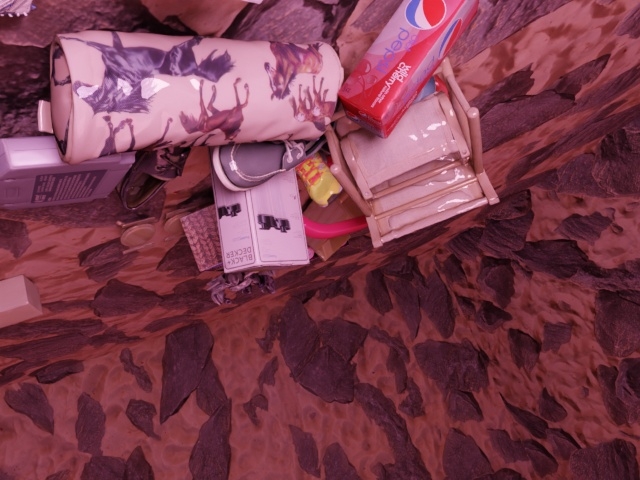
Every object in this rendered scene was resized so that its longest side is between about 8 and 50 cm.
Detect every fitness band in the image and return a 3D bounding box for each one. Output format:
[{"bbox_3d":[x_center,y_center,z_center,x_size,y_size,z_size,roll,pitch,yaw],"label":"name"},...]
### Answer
[{"bbox_3d":[0.029,-0.112,1.259,0.291,0.209,0.054,-16,167,-31],"label":"fitness band"}]

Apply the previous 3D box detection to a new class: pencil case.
[{"bbox_3d":[-0.175,-0.206,0.708,0.410,0.159,0.183,-13,177,-32],"label":"pencil case"}]

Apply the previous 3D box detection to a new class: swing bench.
[{"bbox_3d":[0.165,-0.148,0.914,0.253,0.165,0.254,-21,141,13],"label":"swing bench"}]

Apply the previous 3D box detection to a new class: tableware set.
[{"bbox_3d":[-0.412,-0.039,1.242,0.194,0.039,0.128,-20,155,-31],"label":"tableware set"}]

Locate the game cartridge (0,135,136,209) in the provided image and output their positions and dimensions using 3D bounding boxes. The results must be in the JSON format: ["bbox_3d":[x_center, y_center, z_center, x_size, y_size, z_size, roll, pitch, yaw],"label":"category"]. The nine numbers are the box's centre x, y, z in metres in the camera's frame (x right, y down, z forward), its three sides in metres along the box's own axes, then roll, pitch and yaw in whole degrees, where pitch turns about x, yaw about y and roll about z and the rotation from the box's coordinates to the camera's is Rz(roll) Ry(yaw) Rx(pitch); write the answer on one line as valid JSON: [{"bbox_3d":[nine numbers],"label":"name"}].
[{"bbox_3d":[-0.429,-0.107,0.796,0.196,0.060,0.294,-17,-179,-34],"label":"game cartridge"}]

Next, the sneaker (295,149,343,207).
[{"bbox_3d":[-0.022,-0.148,1.044,0.081,0.208,0.094,-45,131,14],"label":"sneaker"}]

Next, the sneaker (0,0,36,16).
[{"bbox_3d":[-0.336,-0.256,0.518,0.135,0.052,0.058,-24,170,11],"label":"sneaker"}]

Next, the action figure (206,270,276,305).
[{"bbox_3d":[-0.209,0.115,1.384,0.185,0.099,0.285,-17,173,5],"label":"action figure"}]

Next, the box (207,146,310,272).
[{"bbox_3d":[-0.121,-0.085,0.955,0.087,0.289,0.169,-14,173,31],"label":"box"}]

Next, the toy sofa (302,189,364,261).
[{"bbox_3d":[0.054,-0.089,1.580,0.150,0.177,0.362,-42,176,-28],"label":"toy sofa"}]

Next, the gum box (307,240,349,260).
[{"bbox_3d":[0.000,0.000,1.821,0.188,0.107,0.062,-21,126,-1],"label":"gum box"}]

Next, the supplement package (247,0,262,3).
[{"bbox_3d":[-0.063,-0.346,0.401,0.134,0.139,0.244,-10,161,-44],"label":"supplement package"}]

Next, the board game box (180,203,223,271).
[{"bbox_3d":[-0.198,-0.023,1.311,0.232,0.141,0.291,-22,175,2],"label":"board game box"}]

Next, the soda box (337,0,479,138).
[{"bbox_3d":[0.139,-0.293,0.758,0.263,0.083,0.092,-55,165,-1],"label":"soda box"}]

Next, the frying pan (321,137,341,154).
[{"bbox_3d":[0.108,-0.163,1.097,0.053,0.326,0.197,-62,177,12],"label":"frying pan"}]

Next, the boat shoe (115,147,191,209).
[{"bbox_3d":[-0.288,-0.149,0.893,0.285,0.092,0.103,-31,163,33],"label":"boat shoe"}]

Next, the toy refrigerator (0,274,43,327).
[{"bbox_3d":[-0.879,0.179,1.258,0.270,0.094,0.102,-19,159,-14],"label":"toy refrigerator"}]

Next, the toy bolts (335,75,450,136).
[{"bbox_3d":[0.159,-0.241,1.000,0.158,0.218,0.228,-22,161,-46],"label":"toy bolts"}]

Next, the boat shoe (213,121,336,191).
[{"bbox_3d":[-0.071,-0.182,0.888,0.099,0.116,0.319,-13,-163,33],"label":"boat shoe"}]
